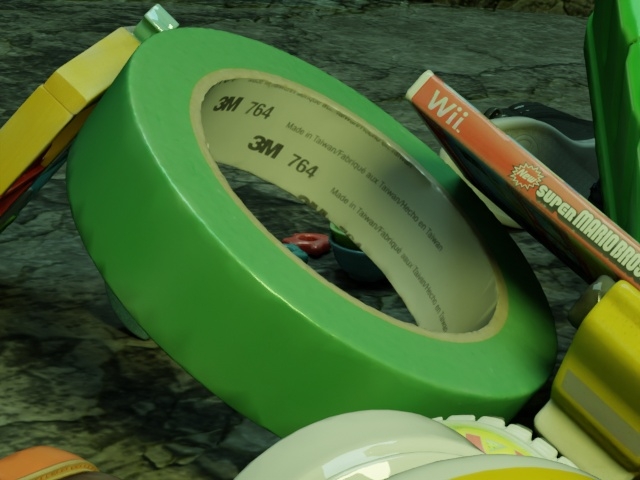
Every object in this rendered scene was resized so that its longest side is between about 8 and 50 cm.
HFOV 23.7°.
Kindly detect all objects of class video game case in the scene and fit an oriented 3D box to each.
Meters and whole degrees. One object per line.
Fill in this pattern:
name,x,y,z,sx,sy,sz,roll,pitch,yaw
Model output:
video game case,0.182,0.017,0.946,0.285,0.025,0.204,42,2,21

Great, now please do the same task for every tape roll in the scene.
tape roll,0.000,0.000,0.945,0.321,0.077,0.321,30,27,-17

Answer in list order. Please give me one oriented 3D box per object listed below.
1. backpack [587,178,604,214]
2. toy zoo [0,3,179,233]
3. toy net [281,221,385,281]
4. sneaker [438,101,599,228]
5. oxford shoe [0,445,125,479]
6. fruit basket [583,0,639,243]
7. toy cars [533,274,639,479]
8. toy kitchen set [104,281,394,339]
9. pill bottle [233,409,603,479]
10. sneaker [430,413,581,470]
backpack,0.299,-0.025,1.359,0.101,0.098,0.120,29,4,-29
toy zoo,-0.203,-0.055,1.053,0.030,0.293,0.192,44,19,-4
toy net,-0.046,-0.001,1.260,0.232,0.045,0.122,2,17,-9
sneaker,0.185,-0.080,1.499,0.296,0.104,0.147,-3,16,-43
oxford shoe,-0.138,0.155,0.636,0.098,0.097,0.271,16,17,19
fruit basket,0.361,-0.052,1.184,0.283,0.392,0.392,-9,14,14
toy cars,0.209,0.117,0.779,0.087,0.176,0.394,-45,23,-8
toy kitchen set,-0.061,0.005,1.027,0.207,0.166,0.122,14,19,29
pill bottle,0.075,0.180,0.458,0.188,0.188,0.334,-3,19,-23
sneaker,0.096,0.149,0.751,0.208,0.081,0.094,17,23,32
